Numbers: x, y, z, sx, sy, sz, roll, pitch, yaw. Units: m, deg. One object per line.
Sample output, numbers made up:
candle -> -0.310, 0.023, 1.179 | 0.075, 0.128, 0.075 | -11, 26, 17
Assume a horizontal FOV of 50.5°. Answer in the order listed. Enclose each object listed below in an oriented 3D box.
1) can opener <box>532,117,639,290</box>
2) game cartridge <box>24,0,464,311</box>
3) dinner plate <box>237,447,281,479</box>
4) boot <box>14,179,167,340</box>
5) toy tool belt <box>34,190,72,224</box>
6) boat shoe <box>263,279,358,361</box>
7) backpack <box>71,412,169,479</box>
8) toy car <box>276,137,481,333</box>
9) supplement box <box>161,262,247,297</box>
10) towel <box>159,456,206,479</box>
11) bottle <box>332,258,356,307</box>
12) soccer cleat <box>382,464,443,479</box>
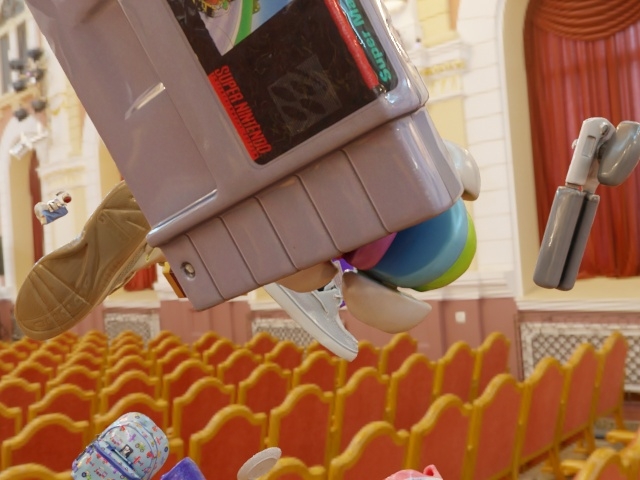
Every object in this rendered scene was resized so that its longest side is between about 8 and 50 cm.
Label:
can opener -> 0.404, -0.054, 1.045 | 0.074, 0.281, 0.093 | 10, 13, -29
game cartridge -> -0.084, -0.142, 0.415 | 0.230, 0.355, 0.068 | -23, 7, 44
dinner plate -> -0.167, 0.629, 1.889 | 0.141, 0.141, 0.017 | -3, 42, -41
boot -> -0.269, 0.025, 0.921 | 0.262, 0.095, 0.203 | -47, -9, 9
toy tool belt -> -0.556, -0.064, 1.429 | 0.083, 0.052, 0.051 | -34, 46, -19
boat shoe -> -0.008, 0.090, 1.026 | 0.081, 0.227, 0.079 | -45, 17, 0
backpack -> -0.423, 0.468, 1.465 | 0.173, 0.158, 0.117 | -46, -7, 0
toy car -> 0.036, -0.022, 0.519 | 0.181, 0.159, 0.136 | 25, -2, 5
supplement box -> -0.289, 0.036, 1.782 | 0.194, 0.191, 0.129 | -3, -35, 9
towel -> -0.245, 0.603, 1.291 | 0.308, 0.228, 0.076 | 41, 10, 29
bottle -> 0.000, 0.000, 1.110 | 0.092, 0.118, 0.283 | -25, -37, -5
soccer cleat -> 0.116, 0.410, 1.081 | 0.248, 0.095, 0.083 | 13, -43, -39
